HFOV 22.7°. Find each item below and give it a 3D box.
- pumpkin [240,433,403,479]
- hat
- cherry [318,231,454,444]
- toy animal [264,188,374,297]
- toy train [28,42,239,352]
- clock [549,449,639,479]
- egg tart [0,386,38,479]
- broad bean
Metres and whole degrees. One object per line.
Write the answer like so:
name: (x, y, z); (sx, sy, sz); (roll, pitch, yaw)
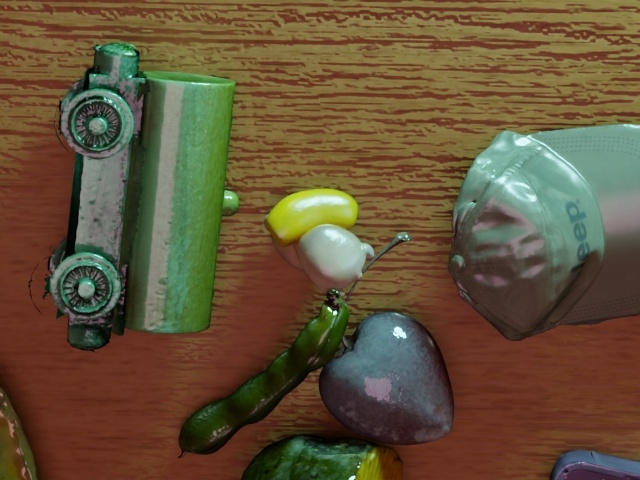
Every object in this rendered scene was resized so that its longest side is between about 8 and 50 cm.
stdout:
pumpkin: (0.024, 0.313, 1.625); (0.139, 0.190, 0.280); (-6, 147, 24)
hat: (0.256, -0.006, 1.548); (0.244, 0.149, 0.214); (-9, 102, 26)
cherry: (0.088, 0.117, 1.589); (0.188, 0.115, 0.148); (-49, 56, 0)
toy animal: (0.000, 0.000, 1.592); (0.114, 0.082, 0.091); (45, 66, 5)
toy train: (-0.175, -0.035, 1.553); (0.189, 0.126, 0.308); (7, 101, -2)
clock: (0.306, 0.282, 1.655); (0.152, 0.050, 0.110); (13, 101, -2)
egg tart: (-0.496, 0.278, 1.589); (0.443, 0.178, 0.443); (0, 100, -2)
broad bean: (-0.055, 0.143, 1.598); (0.053, 0.052, 0.256); (46, 116, -1)
